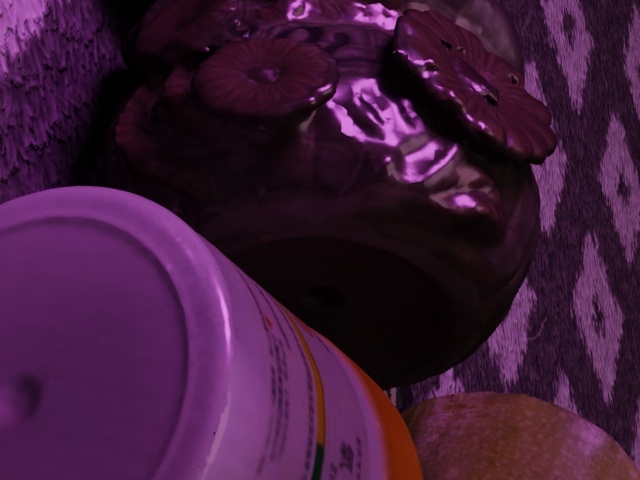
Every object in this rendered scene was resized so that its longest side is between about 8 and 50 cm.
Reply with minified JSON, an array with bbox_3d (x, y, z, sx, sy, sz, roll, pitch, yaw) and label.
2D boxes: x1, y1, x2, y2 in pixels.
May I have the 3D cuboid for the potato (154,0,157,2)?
[{"bbox_3d":[-0.058,-0.218,1.299,0.253,0.148,0.186,61,6,-26],"label":"potato"}]

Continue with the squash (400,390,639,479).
[{"bbox_3d":[0.080,0.308,1.281,0.384,0.263,0.263,-55,132,-58],"label":"squash"}]

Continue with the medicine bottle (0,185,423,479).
[{"bbox_3d":[-0.094,0.123,0.980,0.232,0.237,0.238,44,44,-54],"label":"medicine bottle"}]

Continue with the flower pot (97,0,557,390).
[{"bbox_3d":[0.001,-0.048,1.192,0.302,0.301,0.213,53,30,-47],"label":"flower pot"}]

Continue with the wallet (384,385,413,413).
[{"bbox_3d":[0.001,0.000,1.430,0.146,0.030,0.285,-4,86,-39],"label":"wallet"}]
